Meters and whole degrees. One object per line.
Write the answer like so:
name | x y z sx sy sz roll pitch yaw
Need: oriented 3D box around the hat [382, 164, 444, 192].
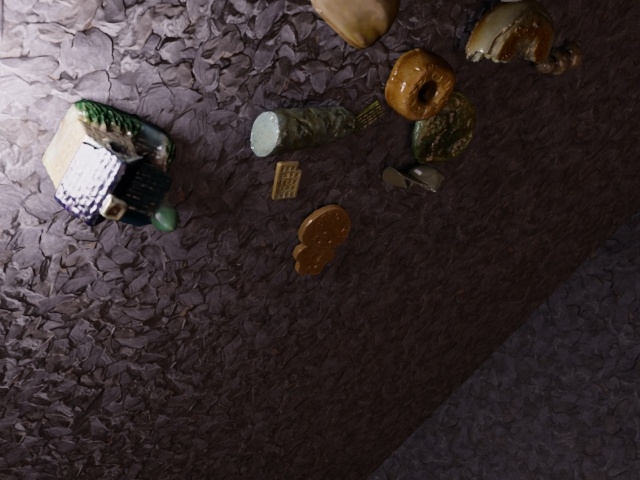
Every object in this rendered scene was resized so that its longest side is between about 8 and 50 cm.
hat | 0.322 -0.239 2.112 0.173 0.166 0.144 43 71 -25

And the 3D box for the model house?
model house | -0.486 -0.148 1.486 0.298 0.284 0.243 20 117 -44

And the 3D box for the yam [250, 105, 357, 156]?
yam | -0.037 -0.326 1.753 0.330 0.133 0.133 -14 132 -29

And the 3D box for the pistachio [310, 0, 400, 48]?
pistachio | 0.092 -0.638 1.567 0.260 0.163 0.212 32 83 -33

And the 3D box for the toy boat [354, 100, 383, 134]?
toy boat | 0.145 -0.388 1.914 0.115 0.016 0.063 -37 138 -2

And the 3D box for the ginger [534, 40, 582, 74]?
ginger | 0.843 -0.640 2.149 0.204 0.080 0.104 -24 122 -20

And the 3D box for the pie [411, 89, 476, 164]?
pie | 0.428 -0.382 2.076 0.277 0.078 0.277 -21 136 -22

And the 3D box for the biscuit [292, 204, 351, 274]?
biscuit | 0.000 -0.001 2.126 0.202 0.044 0.288 -1 127 -34

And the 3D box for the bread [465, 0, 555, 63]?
bread | 0.595 -0.659 1.884 0.314 0.171 0.192 -14 133 -26

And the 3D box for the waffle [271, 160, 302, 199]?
waffle | -0.105 -0.190 1.906 0.092 0.021 0.135 -6 130 -30

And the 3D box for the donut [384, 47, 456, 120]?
donut | 0.311 -0.482 1.882 0.227 0.114 0.226 -21 137 -21
